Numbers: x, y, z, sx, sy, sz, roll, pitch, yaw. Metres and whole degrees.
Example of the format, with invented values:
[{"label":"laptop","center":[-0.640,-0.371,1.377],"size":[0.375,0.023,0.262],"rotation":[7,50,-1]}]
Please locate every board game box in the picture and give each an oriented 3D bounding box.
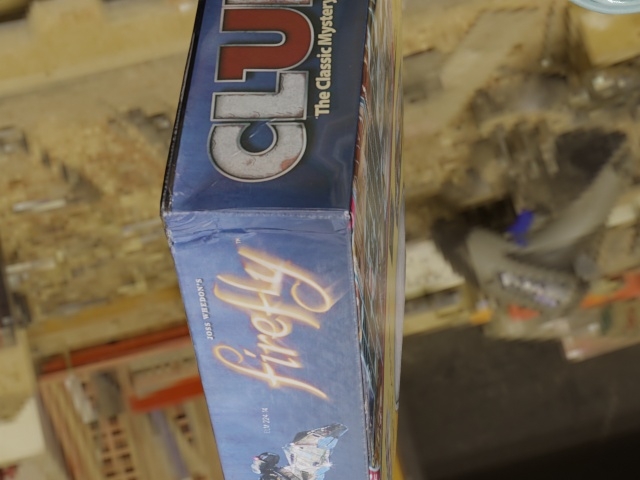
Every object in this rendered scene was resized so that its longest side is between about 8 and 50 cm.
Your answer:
[{"label":"board game box","center":[0.000,0.000,0.469],"size":[0.042,0.165,0.243],"rotation":[2,144,5]}]

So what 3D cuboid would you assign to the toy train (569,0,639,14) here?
[{"label":"toy train","center":[0.063,-0.214,0.707],"size":[0.333,0.142,0.190],"rotation":[7,147,0]}]
